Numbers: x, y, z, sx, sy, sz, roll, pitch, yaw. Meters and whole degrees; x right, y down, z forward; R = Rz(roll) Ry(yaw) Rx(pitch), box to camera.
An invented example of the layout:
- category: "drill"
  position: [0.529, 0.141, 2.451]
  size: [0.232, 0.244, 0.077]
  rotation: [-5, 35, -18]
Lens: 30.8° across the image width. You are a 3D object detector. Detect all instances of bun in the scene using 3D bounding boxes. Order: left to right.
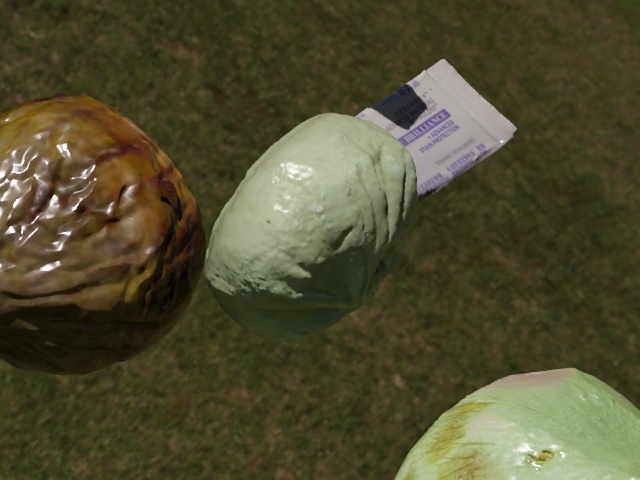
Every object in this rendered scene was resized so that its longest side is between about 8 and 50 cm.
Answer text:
- category: "bun"
  position: [0.000, 0.000, 0.906]
  size: [0.118, 0.195, 0.195]
  rotation: [39, 30, 12]

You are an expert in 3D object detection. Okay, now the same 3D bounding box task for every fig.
- category: "fig"
  position: [-0.281, 0.034, 1.098]
  size: [0.286, 0.286, 0.368]
  rotation: [42, 33, -2]

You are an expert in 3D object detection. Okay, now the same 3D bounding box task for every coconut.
- category: "coconut"
  position: [0.191, 0.261, 0.989]
  size: [0.281, 0.328, 0.328]
  rotation: [35, 32, -4]

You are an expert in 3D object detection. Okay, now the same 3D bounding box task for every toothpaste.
- category: "toothpaste"
  position: [0.055, -0.070, 1.091]
  size: [0.282, 0.068, 0.099]
  rotation: [-35, 102, -24]
